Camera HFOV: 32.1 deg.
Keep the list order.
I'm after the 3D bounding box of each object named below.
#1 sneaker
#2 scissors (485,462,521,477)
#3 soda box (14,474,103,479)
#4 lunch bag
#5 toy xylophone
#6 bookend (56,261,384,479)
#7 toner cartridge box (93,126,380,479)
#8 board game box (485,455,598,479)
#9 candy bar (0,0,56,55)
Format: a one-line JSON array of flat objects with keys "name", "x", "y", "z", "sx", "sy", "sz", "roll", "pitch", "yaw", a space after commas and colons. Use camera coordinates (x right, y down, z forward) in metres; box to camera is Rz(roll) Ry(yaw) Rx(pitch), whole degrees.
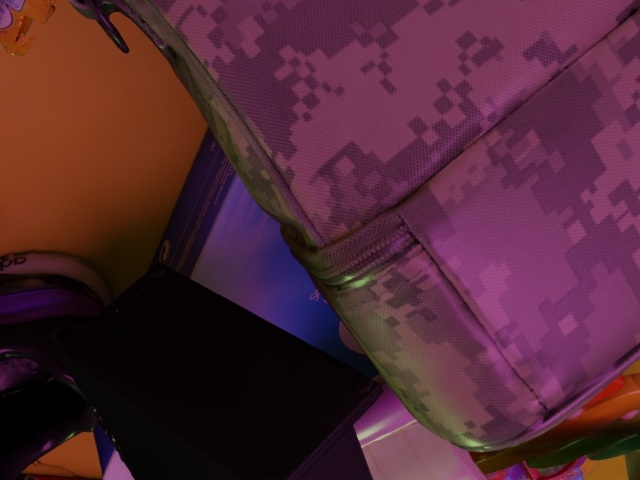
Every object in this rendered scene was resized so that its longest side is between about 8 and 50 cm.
[{"name": "sneaker", "x": -0.244, "y": 0.103, "z": 0.590, "sx": 0.293, "sy": 0.146, "sz": 0.102, "roll": -22, "pitch": 123, "yaw": -8}, {"name": "scissors", "x": 0.158, "y": 0.145, "z": 0.834, "sx": 0.297, "sy": 0.021, "sz": 0.109, "roll": -18, "pitch": 120, "yaw": -9}, {"name": "soda box", "x": -0.171, "y": 0.191, "z": 0.720, "sx": 0.168, "sy": 0.053, "sz": 0.060, "roll": 10, "pitch": 113, "yaw": -25}, {"name": "lunch bag", "x": 0.083, "y": -0.108, "z": 0.471, "sx": 0.305, "sy": 0.212, "sz": 0.256, "roll": -39, "pitch": 99, "yaw": -1}, {"name": "toy xylophone", "x": 0.123, "y": 0.144, "z": 0.687, "sx": 0.322, "sy": 0.081, "sz": 0.236, "roll": 12, "pitch": 146, "yaw": -43}, {"name": "bookend", "x": -0.033, "y": 0.112, "z": 0.557, "sx": 0.072, "sy": 0.157, "sz": 0.156, "roll": -42, "pitch": 135, "yaw": -25}, {"name": "toner cartridge box", "x": 0.000, "y": 0.000, "z": 0.666, "sx": 0.165, "sy": 0.075, "sz": 0.348, "roll": 16, "pitch": 111, "yaw": -25}, {"name": "board game box", "x": 0.154, "y": 0.138, "z": 0.804, "sx": 0.168, "sy": 0.033, "sz": 0.133, "roll": 9, "pitch": 104, "yaw": -24}, {"name": "candy bar", "x": -0.148, "y": -0.132, "z": 0.490, "sx": 0.018, "sy": 0.161, "sz": 0.040, "roll": 20, "pitch": 113, "yaw": -42}]
